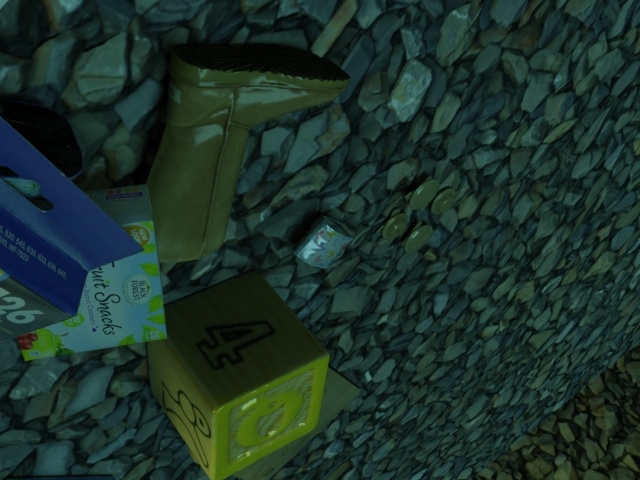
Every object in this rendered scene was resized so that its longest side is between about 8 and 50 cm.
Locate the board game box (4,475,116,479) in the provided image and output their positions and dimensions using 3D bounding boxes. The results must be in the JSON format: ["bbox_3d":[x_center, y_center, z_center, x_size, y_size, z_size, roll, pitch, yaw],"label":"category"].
[{"bbox_3d":[-0.440,0.438,1.279,0.160,0.039,0.211,-51,145,11],"label":"board game box"}]

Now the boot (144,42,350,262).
[{"bbox_3d":[-0.106,-0.103,0.997,0.236,0.089,0.269,-2,129,-29],"label":"boot"}]

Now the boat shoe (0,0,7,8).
[{"bbox_3d":[-0.309,-0.186,0.674,0.277,0.098,0.096,-46,146,2],"label":"boat shoe"}]

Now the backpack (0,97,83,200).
[{"bbox_3d":[-0.300,-0.084,0.796,0.114,0.105,0.084,-1,150,-44],"label":"backpack"}]

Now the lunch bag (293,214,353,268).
[{"bbox_3d":[0.000,0.000,1.247,0.071,0.053,0.083,-50,156,13],"label":"lunch bag"}]

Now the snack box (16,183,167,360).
[{"bbox_3d":[-0.273,0.040,0.941,0.174,0.070,0.207,-7,137,-13],"label":"snack box"}]

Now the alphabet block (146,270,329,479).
[{"bbox_3d":[-0.125,0.195,1.197,0.193,0.197,0.192,-24,142,-28],"label":"alphabet block"}]

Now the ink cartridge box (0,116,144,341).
[{"bbox_3d":[-0.370,0.012,0.748,0.307,0.072,0.303,-17,147,12],"label":"ink cartridge box"}]

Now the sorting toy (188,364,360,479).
[{"bbox_3d":[-0.089,0.293,1.441,0.257,0.089,0.255,-43,147,0],"label":"sorting toy"}]

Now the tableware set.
[{"bbox_3d":[0.171,-0.044,1.408,0.141,0.020,0.168,-50,147,13],"label":"tableware set"}]
